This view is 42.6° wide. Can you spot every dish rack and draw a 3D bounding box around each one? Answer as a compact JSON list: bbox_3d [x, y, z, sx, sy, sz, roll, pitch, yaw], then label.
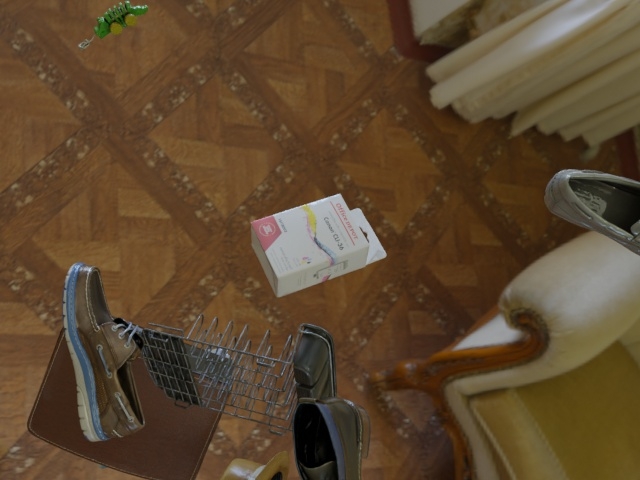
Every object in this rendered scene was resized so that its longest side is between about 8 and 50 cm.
[{"bbox_3d":[-0.117,0.183,1.153,0.271,0.208,0.074,11,49,13],"label":"dish rack"}]

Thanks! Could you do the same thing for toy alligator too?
[{"bbox_3d":[-0.493,-0.510,1.911,0.056,0.189,0.051,60,0,40],"label":"toy alligator"}]

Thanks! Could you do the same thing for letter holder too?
[{"bbox_3d":[-0.331,0.279,1.452,0.301,0.152,0.214,21,97,-8],"label":"letter holder"}]

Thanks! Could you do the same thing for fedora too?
[{"bbox_3d":[-0.119,0.396,1.273,0.079,0.194,0.194,25,55,17],"label":"fedora"}]

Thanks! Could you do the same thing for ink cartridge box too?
[{"bbox_3d":[0.000,0.000,1.315,0.198,0.067,0.115,-19,60,-16],"label":"ink cartridge box"}]

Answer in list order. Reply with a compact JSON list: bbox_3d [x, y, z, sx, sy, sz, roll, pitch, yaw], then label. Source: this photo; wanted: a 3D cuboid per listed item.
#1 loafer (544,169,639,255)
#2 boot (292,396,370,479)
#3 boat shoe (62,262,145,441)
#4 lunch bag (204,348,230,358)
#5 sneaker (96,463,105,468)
[{"bbox_3d":[0.534,-0.037,1.367,0.319,0.111,0.112,17,83,2],"label":"loafer"},{"bbox_3d":[0.003,0.267,0.846,0.106,0.082,0.219,38,45,-55],"label":"boot"},{"bbox_3d":[-0.215,0.110,0.837,0.066,0.066,0.183,-7,97,4],"label":"boat shoe"},{"bbox_3d":[-0.243,0.278,1.776,0.071,0.053,0.083,5,112,-57],"label":"lunch bag"},{"bbox_3d":[-0.370,0.394,1.521,0.083,0.190,0.071,-59,142,-13],"label":"sneaker"}]
